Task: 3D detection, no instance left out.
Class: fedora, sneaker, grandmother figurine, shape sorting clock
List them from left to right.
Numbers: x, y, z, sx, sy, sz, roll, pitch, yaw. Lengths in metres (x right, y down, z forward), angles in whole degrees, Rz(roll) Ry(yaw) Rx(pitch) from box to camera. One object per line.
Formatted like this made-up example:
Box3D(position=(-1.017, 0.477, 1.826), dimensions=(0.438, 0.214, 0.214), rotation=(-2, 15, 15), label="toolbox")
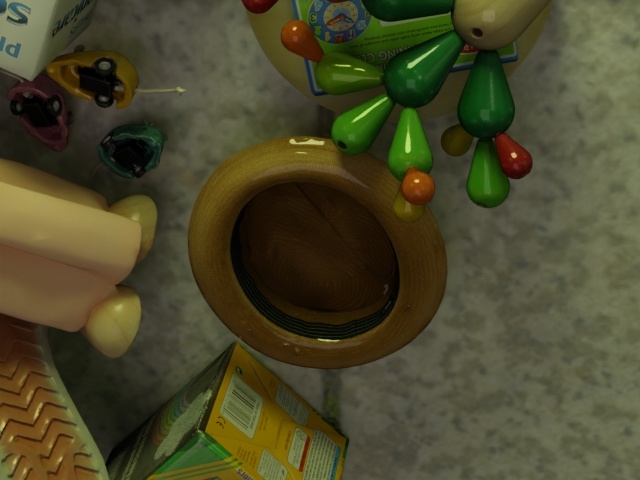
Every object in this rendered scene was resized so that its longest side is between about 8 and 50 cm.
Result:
Box3D(position=(-0.263, -0.027, 0.803), dimensions=(0.104, 0.208, 0.342), rotation=(-14, 157, 42), label="grandmother figurine")
Box3D(position=(-0.256, 0.099, 0.936), dimensions=(0.121, 0.108, 0.302), rotation=(-28, 78, 48), label="sneaker")
Box3D(position=(0.000, 0.000, 0.897), dimensions=(0.194, 0.079, 0.194), rotation=(2, 122, 4), label="fedora")
Box3D(position=(0.051, -0.173, 0.823), dimensions=(0.206, 0.040, 0.206), rotation=(1, 117, 1), label="shape sorting clock")

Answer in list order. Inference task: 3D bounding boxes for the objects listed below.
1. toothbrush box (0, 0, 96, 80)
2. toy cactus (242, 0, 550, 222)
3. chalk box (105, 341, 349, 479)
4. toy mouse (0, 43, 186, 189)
Box3D(position=(-0.214, -0.281, 0.760), dimensions=(0.216, 0.126, 0.295), rotation=(23, 117, -3), label="toothbrush box")
Box3D(position=(0.074, -0.119, 0.780), dimensions=(0.180, 0.112, 0.219), rotation=(-40, 101, 10), label="toy cactus")
Box3D(position=(-0.101, 0.212, 0.989), dimensions=(0.132, 0.132, 0.213), rotation=(41, 116, -12), label="chalk box")
Box3D(position=(-0.165, -0.087, 0.897), dimensions=(0.161, 0.031, 0.143), rotation=(16, 143, 8), label="toy mouse")
